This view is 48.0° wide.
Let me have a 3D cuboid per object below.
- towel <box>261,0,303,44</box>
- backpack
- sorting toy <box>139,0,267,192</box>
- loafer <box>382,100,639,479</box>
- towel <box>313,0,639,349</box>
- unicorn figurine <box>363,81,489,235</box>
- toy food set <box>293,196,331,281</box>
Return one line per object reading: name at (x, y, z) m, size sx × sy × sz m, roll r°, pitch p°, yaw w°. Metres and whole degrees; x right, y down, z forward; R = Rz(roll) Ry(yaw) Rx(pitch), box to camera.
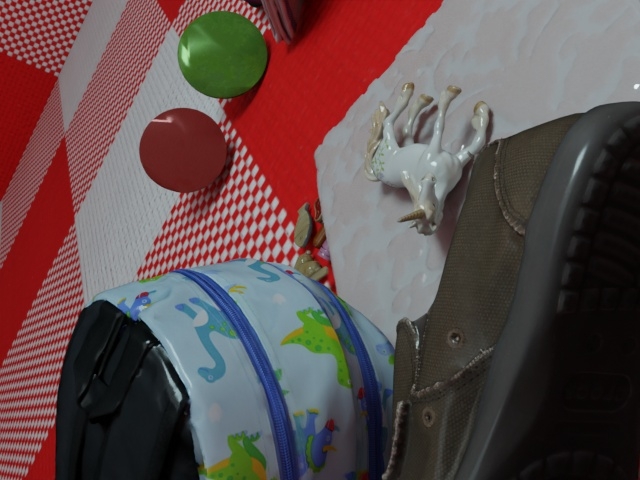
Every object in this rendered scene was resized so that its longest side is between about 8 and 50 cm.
towel at (-0.043, -0.429, 0.929) m, size 0.034 × 0.209 × 0.285 m, roll 5°, pitch 69°, yaw 12°
backpack at (-0.079, 0.188, 0.528) m, size 0.290 × 0.273 × 0.356 m, roll 29°, pitch 134°, yaw 53°
sorting toy at (-0.151, -0.236, 1.071) m, size 0.126 × 0.127 × 0.366 m, roll 128°, pitch 163°, yaw -84°
loafer at (0.105, 0.101, 0.419) m, size 0.130 × 0.133 × 0.366 m, roll 30°, pitch 102°, yaw 63°
towel at (0.123, -0.066, 0.571) m, size 0.332 × 0.053 × 0.317 m, roll -46°, pitch 38°, yaw 33°
unicorn figurine at (0.077, -0.062, 0.543) m, size 0.111 × 0.060 × 0.162 m, roll -68°, pitch 15°, yaw 1°
toy food set at (0.000, 0.000, 0.752) m, size 0.078 × 0.019 × 0.122 m, roll -37°, pitch 36°, yaw 41°
